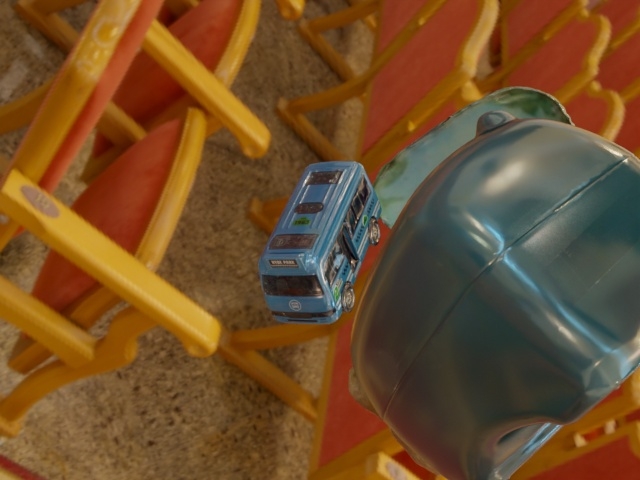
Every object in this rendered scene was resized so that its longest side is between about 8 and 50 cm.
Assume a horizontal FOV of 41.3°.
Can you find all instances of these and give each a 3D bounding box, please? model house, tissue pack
[{"bbox_3d":[0.231,-0.084,1.142,0.226,0.261,0.241,55,21,-8],"label":"model house"},{"bbox_3d":[0.134,0.048,0.647,0.198,0.287,0.206,-34,69,-26],"label":"tissue pack"}]

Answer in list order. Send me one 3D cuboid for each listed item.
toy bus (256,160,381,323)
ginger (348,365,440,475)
[{"bbox_3d":[0.000,0.000,0.419,0.083,0.038,0.046,-65,145,-42],"label":"toy bus"},{"bbox_3d":[0.132,0.169,1.157,0.333,0.166,0.080,-66,162,-45],"label":"ginger"}]
